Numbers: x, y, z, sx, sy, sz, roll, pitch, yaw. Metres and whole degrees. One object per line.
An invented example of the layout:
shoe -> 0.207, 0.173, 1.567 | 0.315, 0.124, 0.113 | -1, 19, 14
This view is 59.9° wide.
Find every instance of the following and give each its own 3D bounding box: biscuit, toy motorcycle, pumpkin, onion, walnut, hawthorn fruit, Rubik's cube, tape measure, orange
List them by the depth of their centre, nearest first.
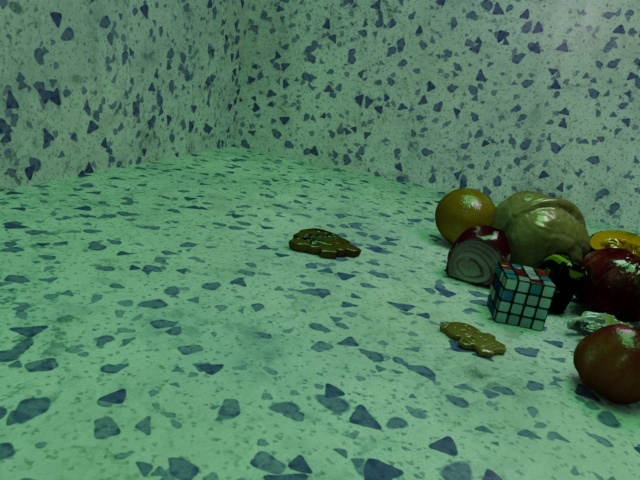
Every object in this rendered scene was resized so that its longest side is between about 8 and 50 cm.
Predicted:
hawthorn fruit -> 0.735, 0.279, 1.349 | 0.197, 0.225, 0.196 | 19, 22, -8
biscuit -> 0.426, 0.269, 1.546 | 0.134, 0.027, 0.184 | 0, 20, -24
toy motorcycle -> 0.862, 0.263, 1.722 | 0.229, 0.074, 0.151 | 0, 17, -25
Rubik's cube -> 0.627, 0.172, 1.746 | 0.155, 0.154, 0.151 | 10, 18, 4
onion -> 1.009, 0.147, 1.872 | 0.276, 0.276, 0.276 | 9, 17, -3
tape measure -> 0.808, 0.136, 1.899 | 0.112, 0.199, 0.186 | 25, 15, -12
onion -> 0.589, 0.043, 2.050 | 0.216, 0.206, 0.207 | 16, 18, 17
pumpkin -> 1.174, 0.103, 2.101 | 0.242, 0.232, 0.325 | -24, 28, -11
walnut -> 0.835, -0.012, 2.132 | 0.381, 0.381, 0.381 | 9, 17, -3
biscuit -> 0.000, -0.001, 2.152 | 0.278, 0.043, 0.301 | 5, 18, -16
orange -> 0.644, -0.099, 2.449 | 0.274, 0.274, 0.274 | 9, 17, -3

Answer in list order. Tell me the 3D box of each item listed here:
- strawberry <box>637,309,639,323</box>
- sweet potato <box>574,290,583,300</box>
strawberry -> 1.129, 0.194, 1.587 | 0.312, 0.267, 0.351 | -31, 25, -22
sweet potato -> 0.950, 0.191, 2.018 | 0.195, 0.056, 0.056 | 11, 15, -27
